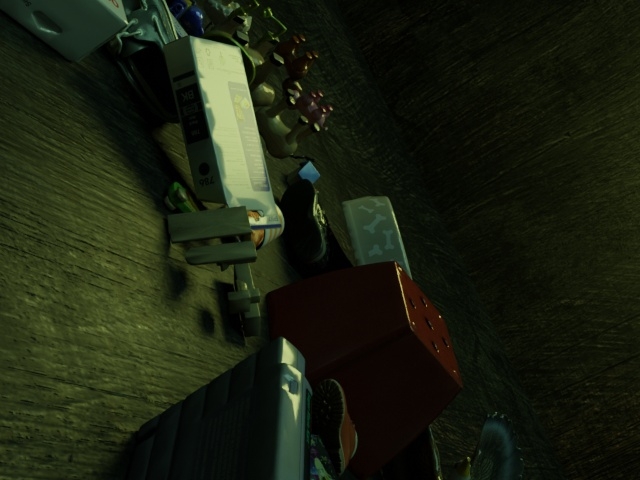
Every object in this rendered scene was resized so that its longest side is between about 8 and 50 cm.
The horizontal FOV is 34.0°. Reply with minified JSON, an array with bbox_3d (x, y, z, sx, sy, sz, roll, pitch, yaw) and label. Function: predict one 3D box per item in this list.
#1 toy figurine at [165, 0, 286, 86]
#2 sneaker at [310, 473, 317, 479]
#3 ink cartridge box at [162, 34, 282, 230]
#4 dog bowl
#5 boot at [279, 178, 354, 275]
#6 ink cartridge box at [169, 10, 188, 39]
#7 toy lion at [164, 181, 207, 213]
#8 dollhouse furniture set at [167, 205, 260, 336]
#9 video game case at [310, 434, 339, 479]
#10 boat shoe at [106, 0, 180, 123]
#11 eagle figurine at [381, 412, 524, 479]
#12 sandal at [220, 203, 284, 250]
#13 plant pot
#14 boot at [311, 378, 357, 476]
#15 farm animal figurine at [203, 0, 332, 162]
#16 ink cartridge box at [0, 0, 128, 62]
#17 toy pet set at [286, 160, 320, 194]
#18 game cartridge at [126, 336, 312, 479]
[{"bbox_3d":[-0.254,-0.458,1.987,0.362,0.191,0.217,37,7,-18],"label":"toy figurine"},{"bbox_3d":[-0.066,0.303,1.319,0.283,0.122,0.110,62,15,8],"label":"sneaker"},{"bbox_3d":[-0.164,-0.171,1.768,0.165,0.065,0.333,-3,78,-64],"label":"ink cartridge box"},{"bbox_3d":[0.129,0.067,2.173,0.349,0.102,0.349,-15,90,-88],"label":"dog bowl"},{"bbox_3d":[-0.001,0.001,2.152,0.179,0.085,0.236,52,17,-41],"label":"boot"},{"bbox_3d":[-0.329,-0.404,1.829,0.207,0.097,0.046,52,17,-24],"label":"ink cartridge box"},{"bbox_3d":[-0.211,-0.057,1.697,0.100,0.034,0.096,51,11,-29],"label":"toy lion"},{"bbox_3d":[-0.166,0.055,1.636,0.151,0.123,0.144,94,-15,-47],"label":"dollhouse furniture set"},{"bbox_3d":[-0.023,0.370,1.478,0.232,0.041,0.210,28,35,-63],"label":"video game case"},{"bbox_3d":[-0.303,-0.338,1.763,0.320,0.116,0.099,61,14,-18],"label":"boat shoe"},{"bbox_3d":[0.221,0.430,1.784,0.226,0.225,0.298,44,26,-14],"label":"eagle figurine"},{"bbox_3d":[-0.106,-0.047,1.911,0.102,0.076,0.265,59,16,-3],"label":"sandal"},{"bbox_3d":[0.087,0.195,1.779,0.267,0.235,0.267,50,19,-34],"label":"plant pot"},{"bbox_3d":[0.024,0.287,1.647,0.084,0.059,0.158,-23,114,-61],"label":"boot"},{"bbox_3d":[-0.141,-0.330,2.188,0.326,0.172,0.330,38,32,-25],"label":"farm animal figurine"},{"bbox_3d":[-0.416,-0.437,1.587,0.198,0.114,0.273,36,28,-55],"label":"ink cartridge box"},{"bbox_3d":[-0.019,-0.119,2.333,0.114,0.065,0.122,54,16,-20],"label":"toy pet set"},{"bbox_3d":[-0.111,0.261,1.059,0.068,0.230,0.355,53,17,-23],"label":"game cartridge"}]
